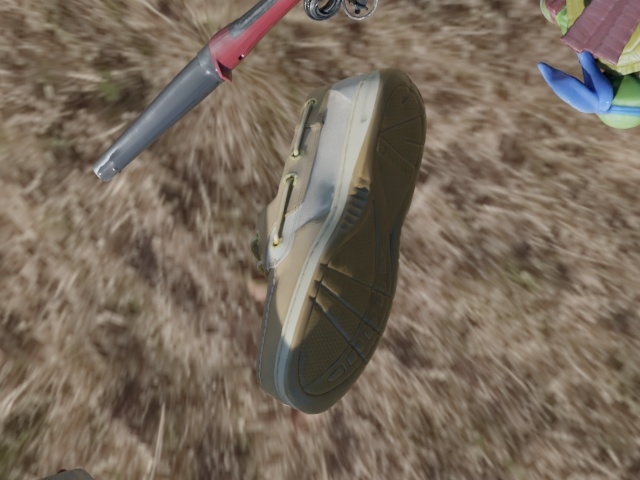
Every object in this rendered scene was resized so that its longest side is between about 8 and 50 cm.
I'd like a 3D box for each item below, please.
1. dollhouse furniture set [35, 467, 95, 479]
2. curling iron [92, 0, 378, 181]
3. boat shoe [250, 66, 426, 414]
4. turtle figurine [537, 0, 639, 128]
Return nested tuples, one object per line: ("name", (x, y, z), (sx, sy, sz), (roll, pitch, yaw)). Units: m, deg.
("dollhouse furniture set", (-0.062, 0.170, 0.865), (0.129, 0.183, 0.129), (43, 130, 25))
("curling iron", (-0.064, -0.133, 1.526), (0.274, 0.035, 0.068), (-38, 121, 4))
("boat shoe", (0.000, 0.000, 0.909), (0.059, 0.063, 0.170), (-1, 59, 35))
("turtle figurine", (0.271, -0.231, 1.583), (0.274, 0.198, 0.266), (-8, 105, -28))
